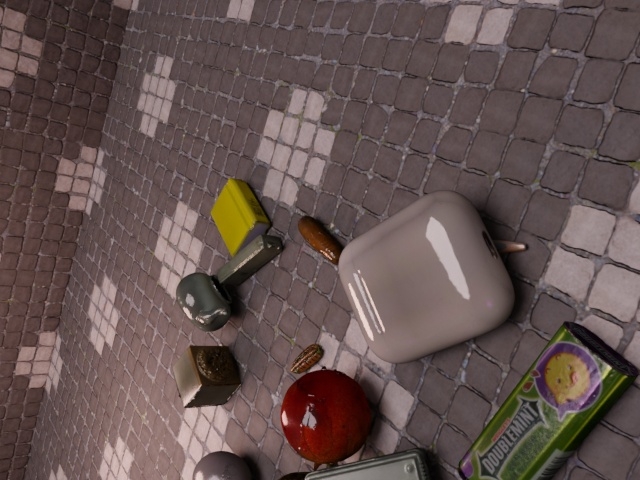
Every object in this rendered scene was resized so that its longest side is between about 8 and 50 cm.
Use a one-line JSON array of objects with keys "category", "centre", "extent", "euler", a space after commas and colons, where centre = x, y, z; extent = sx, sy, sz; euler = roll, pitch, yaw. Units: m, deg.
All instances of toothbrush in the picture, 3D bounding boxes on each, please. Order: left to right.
[{"category": "toothbrush", "centre": [0.257, 0.011, 1.177], "extent": [0.375, 0.037, 0.028], "euler": [1, 88, 45]}]

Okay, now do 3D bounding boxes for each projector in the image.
[{"category": "projector", "centre": [0.109, 0.545, 1.125], "extent": [0.256, 0.099, 0.192], "euler": [-16, 70, 10]}]

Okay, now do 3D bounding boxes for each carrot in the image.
[{"category": "carrot", "centre": [0.000, 0.000, 1.436], "extent": [0.186, 0.060, 0.060], "euler": [48, 119, 39]}]

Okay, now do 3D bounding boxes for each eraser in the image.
[{"category": "eraser", "centre": [-0.248, -0.068, 1.710], "extent": [0.158, 0.069, 0.226], "euler": [-53, 50, 27]}]

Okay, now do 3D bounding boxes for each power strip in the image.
[{"category": "power strip", "centre": [-0.212, 0.060, 1.645], "extent": [0.272, 0.078, 0.052], "euler": [-38, 57, 38]}]

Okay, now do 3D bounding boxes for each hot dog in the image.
[{"category": "hot dog", "centre": [-0.040, 0.312, 1.452], "extent": [0.122, 0.037, 0.049], "euler": [-47, 50, 30]}]

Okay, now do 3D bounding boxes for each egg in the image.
[{"category": "egg", "centre": [-0.279, 0.678, 1.578], "extent": [0.198, 0.146, 0.147], "euler": [-4, 81, 40]}]

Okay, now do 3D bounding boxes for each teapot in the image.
[{"category": "teapot", "centre": [-0.352, 0.183, 1.711], "extent": [0.129, 0.193, 0.294], "euler": [-35, 25, 1]}]

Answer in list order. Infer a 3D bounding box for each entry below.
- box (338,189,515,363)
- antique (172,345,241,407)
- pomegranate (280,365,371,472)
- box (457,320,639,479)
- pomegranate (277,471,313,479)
[{"category": "box", "centre": [0.200, 0.081, 1.123], "extent": [0.349, 0.141, 0.289], "euler": [-34, 74, 41]}, {"category": "antique", "centre": [-0.344, 0.411, 1.691], "extent": [0.148, 0.146, 0.152], "euler": [-50, 51, 28]}, {"category": "pomegranate", "centre": [0.012, 0.408, 1.262], "extent": [0.210, 0.210, 0.235], "euler": [25, 122, 46]}, {"category": "box", "centre": [0.375, 0.314, 0.952], "extent": [0.134, 0.097, 0.346], "euler": [48, 119, 42]}, {"category": "pomegranate", "centre": [-0.075, 0.655, 1.276], "extent": [0.204, 0.276, 0.222], "euler": [-112, 10, -55]}]
